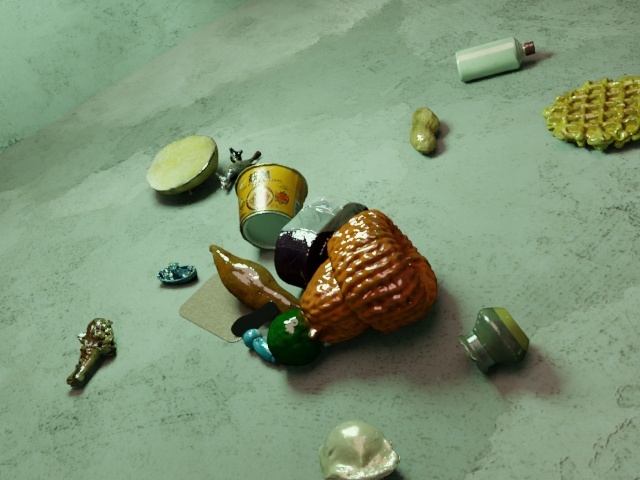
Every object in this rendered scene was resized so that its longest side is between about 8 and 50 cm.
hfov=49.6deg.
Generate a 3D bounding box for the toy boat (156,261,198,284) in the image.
[{"bbox_3d":[-0.413,0.093,1.999,0.137,0.060,0.060,-2,44,25],"label":"toy boat"}]

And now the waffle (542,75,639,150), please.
[{"bbox_3d":[0.776,-0.347,1.873,0.325,0.068,0.302,-33,39,-7],"label":"waffle"}]

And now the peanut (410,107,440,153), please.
[{"bbox_3d":[0.315,-0.329,2.088,0.089,0.089,0.192,-7,46,21],"label":"peanut"}]

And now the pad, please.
[{"bbox_3d":[-0.254,0.174,1.868,0.266,0.002,0.176,19,56,41],"label":"pad"}]

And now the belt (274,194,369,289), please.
[{"bbox_3d":[0.000,0.000,1.795,0.164,0.184,0.289,9,44,41],"label":"belt"}]

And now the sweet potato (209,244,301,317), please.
[{"bbox_3d":[-0.166,0.121,1.786,0.359,0.112,0.112,37,66,22],"label":"sweet potato"}]

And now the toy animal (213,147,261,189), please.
[{"bbox_3d":[-0.282,-0.239,2.309,0.105,0.070,0.202,16,47,16],"label":"toy animal"}]

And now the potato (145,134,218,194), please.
[{"bbox_3d":[-0.449,-0.233,2.342,0.299,0.116,0.239,-6,48,35],"label":"potato"}]

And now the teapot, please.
[{"bbox_3d":[0.355,0.202,1.436,0.119,0.130,0.165,-37,5,8],"label":"teapot"}]

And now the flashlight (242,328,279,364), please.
[{"bbox_3d":[-0.140,0.260,1.677,0.051,0.051,0.129,-39,45,-17],"label":"flashlight"}]

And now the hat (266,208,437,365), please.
[{"bbox_3d":[0.067,0.141,1.610,0.400,0.285,0.285,-44,34,20],"label":"hat"}]

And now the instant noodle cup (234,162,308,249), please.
[{"bbox_3d":[-0.141,-0.088,1.962,0.216,0.215,0.172,-13,49,14],"label":"instant noodle cup"}]

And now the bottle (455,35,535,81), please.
[{"bbox_3d":[0.565,-0.590,2.234,0.245,0.104,0.104,-11,40,17],"label":"bottle"}]

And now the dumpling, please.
[{"bbox_3d":[0.064,0.419,1.336,0.136,0.118,0.199,-40,19,-21],"label":"dumpling"}]

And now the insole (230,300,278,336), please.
[{"bbox_3d":[-0.165,0.198,1.734,0.153,0.053,0.002,-37,-7,23],"label":"insole"}]

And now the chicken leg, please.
[{"bbox_3d":[-0.610,0.299,1.865,0.125,0.080,0.196,-23,45,19],"label":"chicken leg"}]
